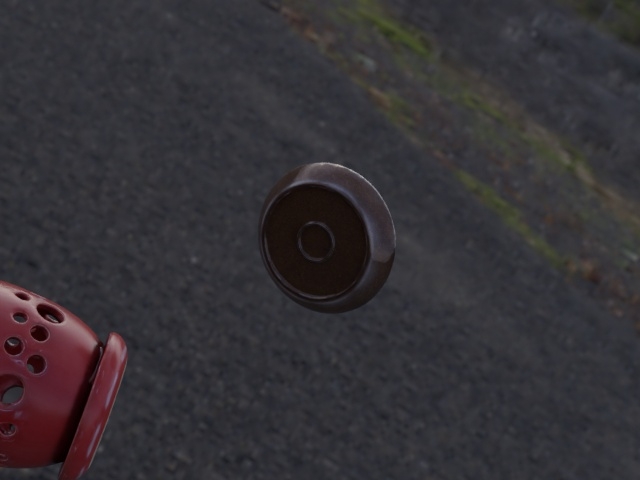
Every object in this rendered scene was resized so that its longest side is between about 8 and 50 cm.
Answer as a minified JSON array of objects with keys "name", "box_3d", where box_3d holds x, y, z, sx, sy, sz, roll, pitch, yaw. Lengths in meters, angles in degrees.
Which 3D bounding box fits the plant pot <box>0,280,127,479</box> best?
[{"name":"plant pot","box_3d":[-0.307,0.155,1.568,0.174,0.191,0.191,19,20,-7]}]

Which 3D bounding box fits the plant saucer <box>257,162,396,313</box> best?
[{"name":"plant saucer","box_3d":[0.000,0.000,1.600,0.168,0.168,0.029,35,22,16]}]
